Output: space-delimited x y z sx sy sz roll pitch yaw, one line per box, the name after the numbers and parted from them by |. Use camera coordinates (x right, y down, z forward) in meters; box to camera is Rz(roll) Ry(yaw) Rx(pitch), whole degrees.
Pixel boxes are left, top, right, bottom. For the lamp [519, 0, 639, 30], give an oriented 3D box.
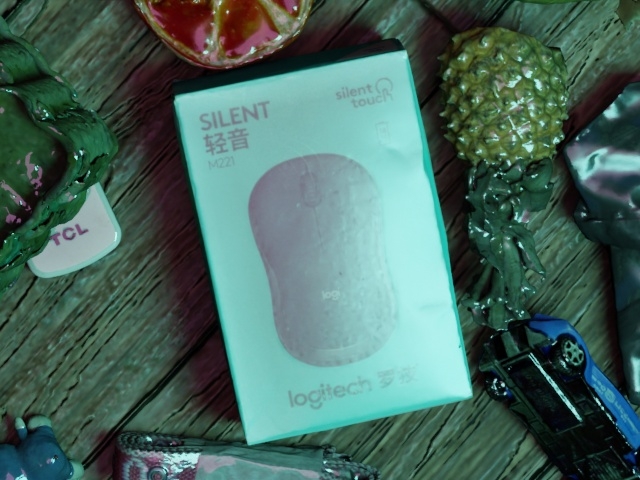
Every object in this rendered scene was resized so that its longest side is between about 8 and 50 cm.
0.202 -0.289 1.467 0.250 0.250 0.284 -34 92 -1 | lamp

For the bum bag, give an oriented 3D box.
0.299 0.014 1.594 0.137 0.074 0.310 -19 97 -12 | bum bag

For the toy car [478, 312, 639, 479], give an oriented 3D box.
0.230 0.154 1.595 0.216 0.103 0.063 51 46 -10 | toy car

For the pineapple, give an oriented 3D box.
0.150 -0.050 1.539 0.125 0.125 0.251 2 90 -5 | pineapple

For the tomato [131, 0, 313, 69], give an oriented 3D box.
-0.078 -0.214 1.539 0.156 0.069 0.155 0 87 1 | tomato

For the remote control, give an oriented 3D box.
-0.241 -0.063 1.561 0.087 0.029 0.190 -23 97 -2 | remote control

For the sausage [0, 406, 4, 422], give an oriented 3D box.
-0.442 0.272 1.548 0.433 0.088 0.088 -41 97 0 | sausage

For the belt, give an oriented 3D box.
-0.064 0.201 1.584 0.232 0.071 0.053 7 101 -2 | belt

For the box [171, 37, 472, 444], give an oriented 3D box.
0.000 0.000 1.544 0.205 0.118 0.311 -11 96 -5 | box

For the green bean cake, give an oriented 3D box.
-0.322 -0.062 1.485 0.241 0.132 0.255 39 107 -2 | green bean cake

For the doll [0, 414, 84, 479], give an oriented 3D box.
-0.257 0.194 1.575 0.083 0.050 0.076 -31 93 0 | doll
